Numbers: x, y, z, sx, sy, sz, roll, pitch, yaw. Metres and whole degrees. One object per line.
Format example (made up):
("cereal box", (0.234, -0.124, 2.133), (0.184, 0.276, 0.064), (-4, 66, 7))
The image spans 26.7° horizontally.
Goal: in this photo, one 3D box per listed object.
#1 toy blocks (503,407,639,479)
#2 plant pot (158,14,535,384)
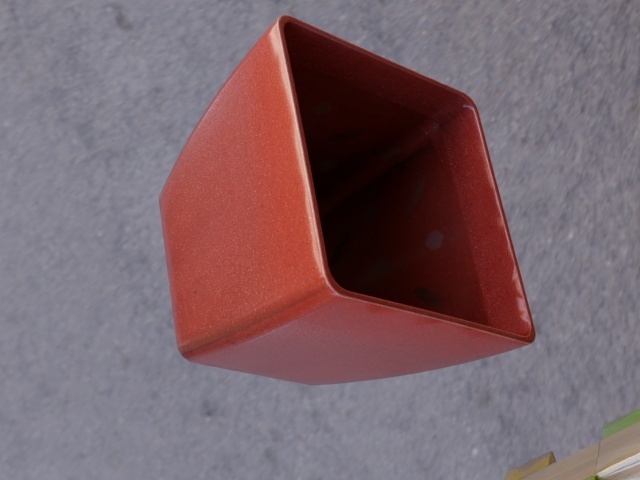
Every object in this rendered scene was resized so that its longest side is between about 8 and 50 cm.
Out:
("toy blocks", (0.285, 0.285, 1.078), (0.381, 0.191, 0.261), (-30, 90, 15))
("plant pot", (0.000, 0.000, 1.236), (0.235, 0.267, 0.267), (-33, 56, 36))
